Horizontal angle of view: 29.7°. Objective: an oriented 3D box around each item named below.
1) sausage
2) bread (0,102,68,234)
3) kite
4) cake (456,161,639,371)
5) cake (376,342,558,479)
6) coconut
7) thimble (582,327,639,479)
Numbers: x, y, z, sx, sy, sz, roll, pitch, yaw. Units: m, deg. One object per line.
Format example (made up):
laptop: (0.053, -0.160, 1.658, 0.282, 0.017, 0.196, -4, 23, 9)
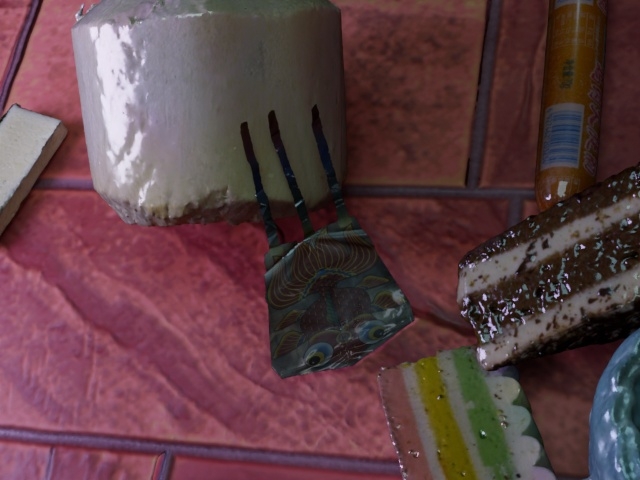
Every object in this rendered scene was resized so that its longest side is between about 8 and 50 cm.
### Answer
sausage: (0.225, -0.160, 1.068, 0.053, 0.053, 0.348, 1, 61, 16)
bread: (-0.312, -0.064, 1.176, 0.068, 0.028, 0.154, 17, 66, 23)
kite: (-0.001, -0.001, 0.961, 0.127, 0.229, 0.016, -20, 22, -16)
cake: (0.226, 0.003, 0.903, 0.246, 0.135, 0.112, -10, 58, -3)
cake: (0.113, 0.164, 0.892, 0.109, 0.090, 0.225, -22, 56, 7)
coconut: (-0.091, -0.140, 1.026, 0.239, 0.239, 0.244, -2, 96, 14)
thimble: (0.291, 0.141, 0.823, 0.235, 0.143, 0.198, -20, 57, 6)
